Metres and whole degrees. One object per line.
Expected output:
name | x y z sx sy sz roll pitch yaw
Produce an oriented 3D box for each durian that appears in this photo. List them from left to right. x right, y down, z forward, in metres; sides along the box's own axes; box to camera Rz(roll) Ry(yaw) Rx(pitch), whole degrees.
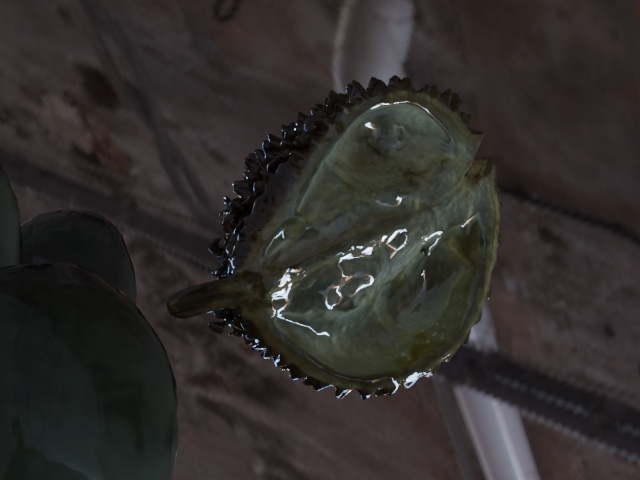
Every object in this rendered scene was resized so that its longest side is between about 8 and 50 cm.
durian | 0.000 0.000 0.917 0.188 0.148 0.091 -24 -162 -32

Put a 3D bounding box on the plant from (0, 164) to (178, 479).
plant | -0.070 0.107 0.443 0.149 0.146 0.274 -34 -114 26
